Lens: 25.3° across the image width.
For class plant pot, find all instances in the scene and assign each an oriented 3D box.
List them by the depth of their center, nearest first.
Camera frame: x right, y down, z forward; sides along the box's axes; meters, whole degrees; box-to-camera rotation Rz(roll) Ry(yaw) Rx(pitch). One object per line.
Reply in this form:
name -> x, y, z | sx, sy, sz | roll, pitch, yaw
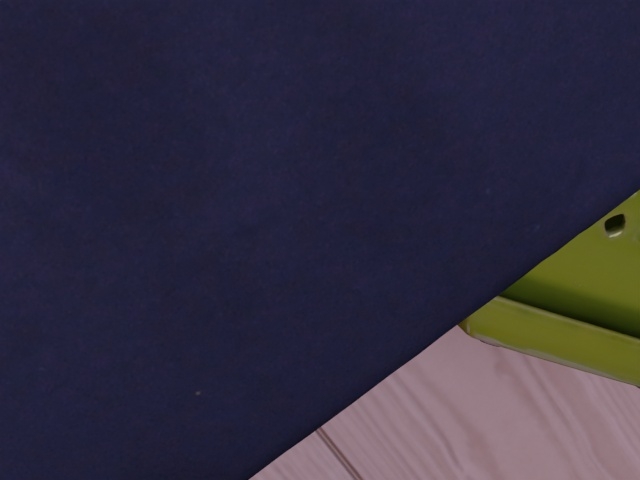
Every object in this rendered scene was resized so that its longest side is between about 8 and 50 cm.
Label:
plant pot -> 0.174, -0.035, 0.968 | 0.227, 0.228, 0.207 | 16, 104, -22

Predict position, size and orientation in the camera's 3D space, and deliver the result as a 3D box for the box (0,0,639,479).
box -> -0.103, -0.160, 0.622 | 0.480, 0.472, 0.297 | -38, 128, 9
